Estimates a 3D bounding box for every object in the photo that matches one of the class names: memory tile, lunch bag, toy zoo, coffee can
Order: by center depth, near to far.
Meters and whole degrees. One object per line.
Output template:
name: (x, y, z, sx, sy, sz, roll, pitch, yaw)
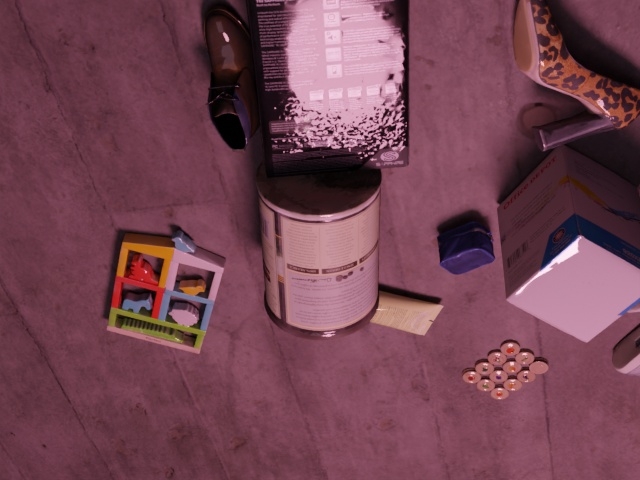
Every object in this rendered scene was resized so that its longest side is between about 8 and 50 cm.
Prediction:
coffee can: (0.000, 0.000, 1.688, 0.202, 0.201, 0.275, 3, 132, 5)
lunch bag: (0.252, 0.008, 1.751, 0.098, 0.065, 0.067, -23, 145, 28)
toy zoo: (-0.292, 0.089, 1.923, 0.192, 0.030, 0.293, 15, 131, -5)
memory tile: (0.362, 0.257, 1.992, 0.113, 0.012, 0.148, 32, 128, -19)

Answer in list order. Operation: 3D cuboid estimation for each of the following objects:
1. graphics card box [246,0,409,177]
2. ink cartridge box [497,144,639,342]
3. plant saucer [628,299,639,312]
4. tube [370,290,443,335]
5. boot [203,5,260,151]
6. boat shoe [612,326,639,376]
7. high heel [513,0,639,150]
graphics card box: (0.015, -0.269, 1.502, 0.233, 0.094, 0.370, -6, 130, -1)
ink cartridge box: (0.403, 0.001, 1.613, 0.168, 0.232, 0.171, 27, 129, -18)
plant saucer: (0.669, 0.029, 1.592, 0.401, 0.400, 0.100, -13, 84, 18)
tube: (0.099, 0.122, 1.886, 0.240, 0.062, 0.070, 14, 175, -11)
boot: (-0.134, -0.242, 1.557, 0.082, 0.106, 0.219, -6, 130, 13)
boat shoe: (0.634, 0.180, 1.851, 0.081, 0.079, 0.227, 22, 137, -21)
high heel: (0.387, -0.275, 1.496, 0.186, 0.093, 0.261, -19, 116, -5)
